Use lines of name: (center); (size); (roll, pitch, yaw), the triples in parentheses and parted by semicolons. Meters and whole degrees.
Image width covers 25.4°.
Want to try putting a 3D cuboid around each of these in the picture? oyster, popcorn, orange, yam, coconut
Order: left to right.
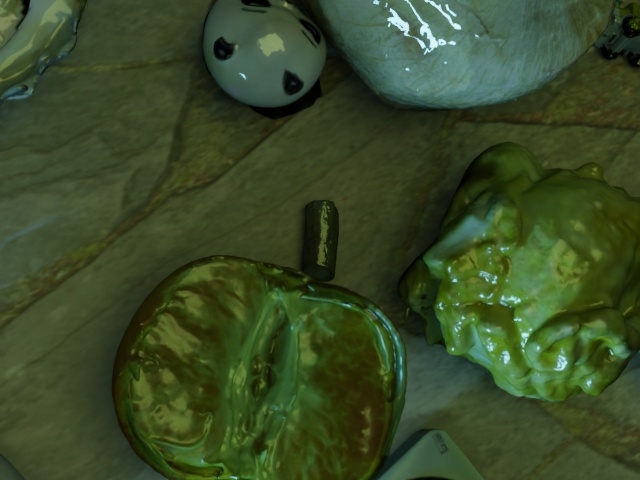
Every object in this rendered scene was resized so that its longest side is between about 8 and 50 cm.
oyster: (-0.396, -0.238, 1.555); (0.351, 0.115, 0.238); (-43, 90, -22)
orange: (-0.066, 0.156, 1.577); (0.334, 0.196, 0.262); (14, 95, -12)
yam: (0.000, 0.000, 1.694); (0.043, 0.043, 0.094); (8, 81, -18)
coconut: (0.166, -0.339, 1.615); (0.404, 0.404, 0.404); (2, 84, -18)
popcorn: (0.262, 0.051, 1.667); (0.312, 0.312, 0.312); (2, 84, -18)

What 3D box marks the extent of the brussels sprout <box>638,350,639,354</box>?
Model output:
brussels sprout: (0.487, 0.115, 1.796); (0.181, 0.144, 0.161); (-29, 59, -7)

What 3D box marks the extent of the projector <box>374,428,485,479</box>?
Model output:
projector: (0.124, 0.396, 1.675); (0.259, 0.079, 0.257); (-41, 97, -19)

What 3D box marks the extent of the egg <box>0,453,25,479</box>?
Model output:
egg: (-0.383, 0.354, 1.405); (0.278, 0.278, 0.336); (7, 84, -18)

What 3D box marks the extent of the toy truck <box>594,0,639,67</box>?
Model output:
toy truck: (0.405, -0.279, 1.845); (0.111, 0.076, 0.077); (14, 63, -15)

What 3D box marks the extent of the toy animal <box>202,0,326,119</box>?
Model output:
toy animal: (-0.058, -0.218, 1.633); (0.166, 0.179, 0.138); (23, 92, -8)
